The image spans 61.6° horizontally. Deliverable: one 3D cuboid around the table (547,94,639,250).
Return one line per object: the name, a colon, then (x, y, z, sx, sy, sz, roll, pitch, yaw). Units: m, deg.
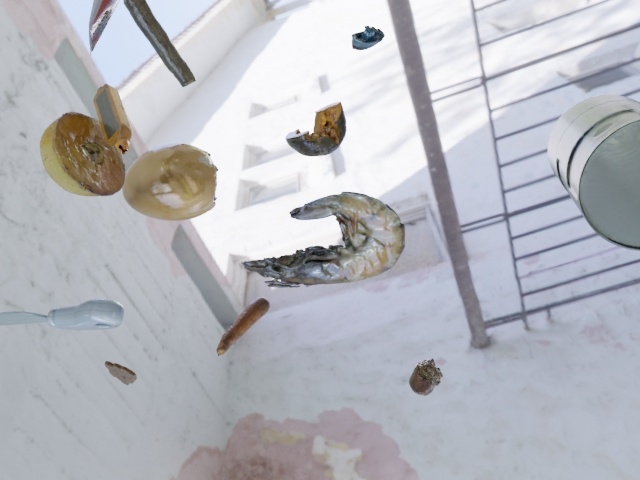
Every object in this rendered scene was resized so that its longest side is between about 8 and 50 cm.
table: (0.324, -0.084, 0.575, 0.220, 0.126, 0.126, -53, -54, -66)

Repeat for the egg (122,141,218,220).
egg: (-0.378, -0.145, 1.366, 0.201, 0.244, 0.201, 165, 90, -80)

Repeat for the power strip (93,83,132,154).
power strip: (-0.387, -0.225, 1.008, 0.028, 0.049, 0.178, 22, -146, -53)

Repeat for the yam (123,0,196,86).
yam: (-0.439, -0.547, 1.472, 0.274, 0.061, 0.061, 57, -167, -19)

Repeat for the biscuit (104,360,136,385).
biscuit: (-0.450, 0.301, 1.224, 0.082, 0.092, 0.016, 55, -137, -26)

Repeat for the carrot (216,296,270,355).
carrot: (-0.239, 0.258, 1.635, 0.248, 0.059, 0.059, -46, -53, -38)

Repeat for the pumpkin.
pumpkin: (0.001, -0.281, 1.439, 0.119, 0.183, 0.107, 19, 142, 53)

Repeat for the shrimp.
shrimp: (0.000, 0.000, 1.161, 0.071, 0.365, 0.233, -84, -13, -56)

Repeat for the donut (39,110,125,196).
donut: (-0.449, -0.157, 1.008, 0.178, 0.065, 0.162, 24, -126, -68)

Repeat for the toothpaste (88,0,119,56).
toothpaste: (-0.444, -0.498, 1.108, 0.089, 0.057, 0.234, 138, 145, -63)

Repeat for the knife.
knife: (-0.496, 0.136, 0.945, 0.080, 0.331, 0.044, 47, -139, -62)

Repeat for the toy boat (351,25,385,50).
toy boat: (0.141, -0.613, 1.615, 0.060, 0.137, 0.061, 49, 144, 20)

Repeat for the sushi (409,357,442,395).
sushi: (0.205, 0.261, 1.040, 0.052, 0.055, 0.120, 39, -166, 25)
